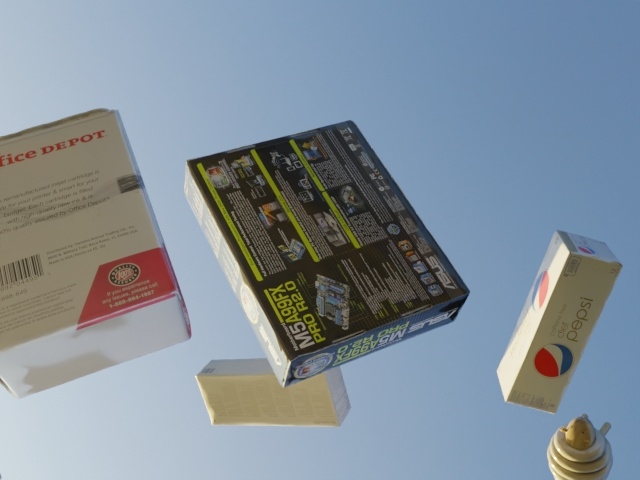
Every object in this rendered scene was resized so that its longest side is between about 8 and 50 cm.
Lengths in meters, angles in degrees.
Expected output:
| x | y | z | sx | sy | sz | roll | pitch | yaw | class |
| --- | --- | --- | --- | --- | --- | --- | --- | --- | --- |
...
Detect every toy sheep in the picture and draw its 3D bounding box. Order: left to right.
| x | y | z | sx | sy | sz | roll | pitch | yaw | class |
| --- | --- | --- | --- | --- | --- | --- | --- | --- | --- |
| 0.342 | 0.285 | 1.040 | 0.091 | 0.091 | 0.132 | 4 | -59 | 28 | toy sheep |

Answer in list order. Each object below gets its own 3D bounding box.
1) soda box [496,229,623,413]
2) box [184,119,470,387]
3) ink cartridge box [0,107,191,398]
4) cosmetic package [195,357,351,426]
| x | y | z | sx | sy | sz | roll | pitch | yaw | class |
| --- | --- | --- | --- | --- | --- | --- | --- | --- | --- |
| 0.290 | 0.101 | 0.978 | 0.069 | 0.074 | 0.216 | 15 | -67 | -4 | soda box |
| 0.000 | 0.000 | 0.864 | 0.270 | 0.216 | 0.060 | 59 | -26 | 28 | box |
| -0.219 | 0.003 | 0.687 | 0.158 | 0.092 | 0.218 | -18 | -122 | -11 | ink cartridge box |
| -0.077 | 0.243 | 1.275 | 0.238 | 0.060 | 0.099 | -5 | -71 | 26 | cosmetic package |
